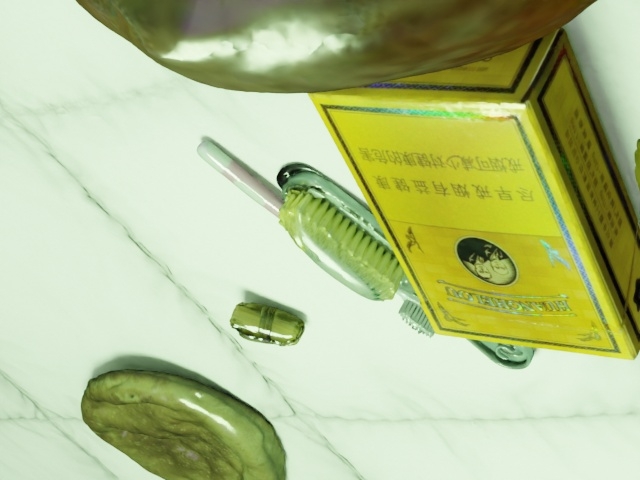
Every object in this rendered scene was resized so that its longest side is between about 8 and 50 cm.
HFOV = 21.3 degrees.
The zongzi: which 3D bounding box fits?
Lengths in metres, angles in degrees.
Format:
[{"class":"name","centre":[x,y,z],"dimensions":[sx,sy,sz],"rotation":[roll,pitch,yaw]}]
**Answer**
[{"class":"zongzi","centre":[-0.052,0.095,1.754],"dimensions":[0.076,0.040,0.083],"rotation":[16,160,10]}]

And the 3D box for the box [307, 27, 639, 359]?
[{"class":"box","centre":[0.137,-0.035,1.348],"dimensions":[0.193,0.084,0.301],"rotation":[7,143,35]}]

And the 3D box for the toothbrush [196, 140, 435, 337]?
[{"class":"toothbrush","centre":[0.000,0.000,1.577],"dimensions":[0.286,0.025,0.020],"rotation":[37,150,-12]}]

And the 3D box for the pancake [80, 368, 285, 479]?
[{"class":"pancake","centre":[-0.164,0.240,2.050],"dimensions":[0.294,0.049,0.294],"rotation":[21,150,13]}]

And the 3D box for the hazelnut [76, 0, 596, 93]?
[{"class":"hazelnut","centre":[-0.002,-0.252,0.920],"dimensions":[0.409,0.359,0.359],"rotation":[4,142,23]}]

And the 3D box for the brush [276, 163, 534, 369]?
[{"class":"brush","centre":[0.070,0.042,1.544],"dimensions":[0.297,0.060,0.068],"rotation":[37,147,-12]}]

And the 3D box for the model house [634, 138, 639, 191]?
[{"class":"model house","centre":[0.316,-0.017,1.135],"dimensions":[0.268,0.173,0.239],"rotation":[9,128,33]}]
